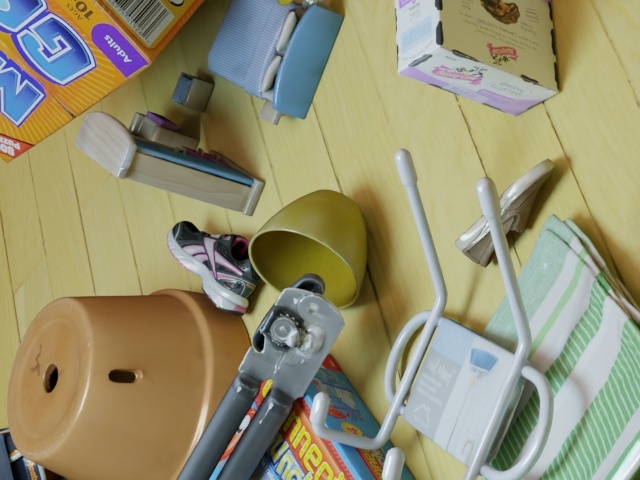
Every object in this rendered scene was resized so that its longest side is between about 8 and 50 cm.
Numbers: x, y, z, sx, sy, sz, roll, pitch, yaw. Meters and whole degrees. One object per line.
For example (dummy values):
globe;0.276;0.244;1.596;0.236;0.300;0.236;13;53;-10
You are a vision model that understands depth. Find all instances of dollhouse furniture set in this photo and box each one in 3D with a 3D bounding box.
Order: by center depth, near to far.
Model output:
dollhouse furniture set;-0.162;-0.227;2.191;0.286;0.198;0.303;34;103;53

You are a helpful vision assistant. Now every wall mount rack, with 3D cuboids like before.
wall mount rack;0.112;0.085;1.689;0.304;0.130;0.350;-69;23;3

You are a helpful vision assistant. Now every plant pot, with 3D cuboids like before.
plant pot;0.000;0.000;1.957;0.134;0.134;0.095;-21;32;48
plant pot;-0.246;0.188;2.132;0.291;0.203;0.291;-24;59;47

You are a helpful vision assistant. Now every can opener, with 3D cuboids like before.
can opener;-0.064;0.165;1.878;0.283;0.076;0.095;-60;5;19

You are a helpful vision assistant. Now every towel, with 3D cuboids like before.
towel;0.218;0.145;1.608;0.248;0.038;0.325;-61;25;18

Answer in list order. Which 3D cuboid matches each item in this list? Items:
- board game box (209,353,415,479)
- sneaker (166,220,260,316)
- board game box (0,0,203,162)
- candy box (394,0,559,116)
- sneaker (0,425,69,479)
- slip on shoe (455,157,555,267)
board game box;-0.035;0.319;1.891;0.302;0.086;0.308;-60;37;19
sneaker;-0.121;0.020;2.161;0.077;0.072;0.178;-53;47;8
board game box;-0.348;-0.390;2.260;0.356;0.356;0.356;-27;22;47
candy box;0.157;-0.245;1.792;0.070;0.165;0.196;-28;55;46
sneaker;-0.434;0.308;2.253;0.127;0.321;0.126;5;111;52
slip on shoe;0.194;-0.027;1.764;0.041;0.051;0.135;47;112;7
